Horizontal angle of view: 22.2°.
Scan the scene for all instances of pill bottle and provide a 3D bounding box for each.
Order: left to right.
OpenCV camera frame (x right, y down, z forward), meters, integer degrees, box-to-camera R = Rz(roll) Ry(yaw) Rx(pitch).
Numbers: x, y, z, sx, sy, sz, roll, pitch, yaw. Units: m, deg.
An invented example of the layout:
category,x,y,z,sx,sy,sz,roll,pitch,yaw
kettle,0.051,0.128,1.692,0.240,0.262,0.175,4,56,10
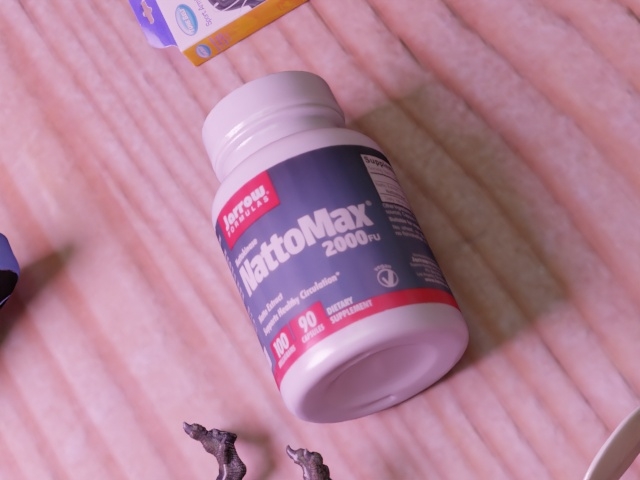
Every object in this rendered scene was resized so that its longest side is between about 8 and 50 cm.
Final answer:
category,x,y,z,sx,sy,sz,roll,pitch,yaw
pill bottle,0.000,0.000,0.910,0.108,0.108,0.180,-28,63,7

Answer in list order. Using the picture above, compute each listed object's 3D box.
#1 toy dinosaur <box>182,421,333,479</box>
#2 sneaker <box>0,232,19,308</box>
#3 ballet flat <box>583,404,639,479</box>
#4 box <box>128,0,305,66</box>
category,x,y,z,sx,sy,sz,roll,pitch,yaw
toy dinosaur,-0.045,0.166,0.891,0.268,0.064,0.118,10,80,20
sneaker,-0.261,0.094,0.983,0.232,0.081,0.090,-40,65,8
ballet flat,0.161,0.173,0.805,0.096,0.095,0.280,11,63,32
box,-0.055,-0.171,1.039,0.136,0.028,0.081,-30,63,8
